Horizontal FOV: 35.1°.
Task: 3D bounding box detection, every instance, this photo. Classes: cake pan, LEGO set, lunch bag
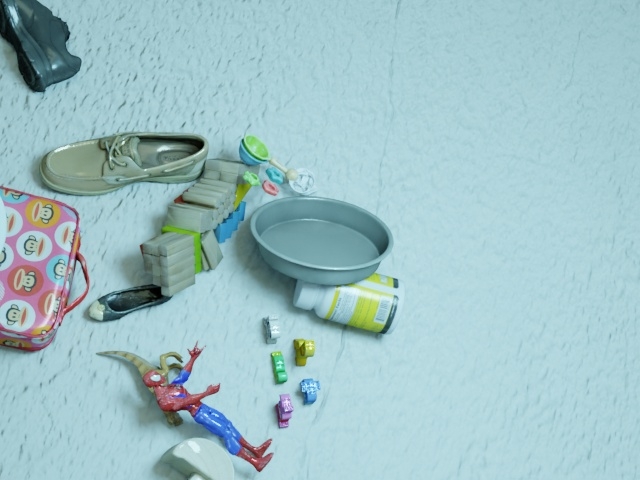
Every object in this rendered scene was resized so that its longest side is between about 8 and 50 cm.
[{"bbox_3d":[0.000,0.000,2.053,0.293,0.054,0.293,7,30,-4],"label":"cake pan"},{"bbox_3d":[-0.048,0.243,1.991,0.087,0.093,0.227,-4,69,-17],"label":"LEGO set"},{"bbox_3d":[-0.564,0.054,1.913,0.258,0.120,0.293,14,64,-10],"label":"lunch bag"}]

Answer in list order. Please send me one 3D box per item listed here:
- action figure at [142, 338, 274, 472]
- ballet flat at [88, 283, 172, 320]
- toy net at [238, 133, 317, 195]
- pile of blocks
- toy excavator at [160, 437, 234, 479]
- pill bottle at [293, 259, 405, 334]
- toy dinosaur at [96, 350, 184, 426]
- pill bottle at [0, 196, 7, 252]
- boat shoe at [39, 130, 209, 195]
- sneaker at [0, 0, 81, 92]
[{"bbox_3d":[-0.192,0.298,1.881,0.280,0.091,0.139,33,98,-13],"label":"action figure"},{"bbox_3d":[-0.371,0.113,1.981,0.173,0.049,0.057,-17,72,-21],"label":"ballet flat"},{"bbox_3d":[-0.075,-0.139,2.106,0.232,0.045,0.122,19,37,-42],"label":"toy net"},{"bbox_3d":[-0.254,-0.036,2.054,0.113,0.149,0.362,13,47,28],"label":"pile of blocks"},{"bbox_3d":[-0.385,0.536,1.737,0.445,0.222,0.433,16,64,-24],"label":"toy excavator"},{"bbox_3d":[0.058,0.112,2.063,0.208,0.119,0.119,16,64,-9],"label":"pill bottle"},{"bbox_3d":[-0.318,0.255,1.929,0.112,0.064,0.211,-37,81,-24],"label":"toy dinosaur"},{"bbox_3d":[-0.751,-0.033,1.774,0.361,0.204,0.204,5,63,20],"label":"pill bottle"},{"bbox_3d":[-0.398,-0.174,2.061,0.341,0.110,0.121,-9,70,-19],"label":"boat shoe"},{"bbox_3d":[-0.604,-0.451,2.137,0.130,0.109,0.286,-24,85,-30],"label":"sneaker"}]
